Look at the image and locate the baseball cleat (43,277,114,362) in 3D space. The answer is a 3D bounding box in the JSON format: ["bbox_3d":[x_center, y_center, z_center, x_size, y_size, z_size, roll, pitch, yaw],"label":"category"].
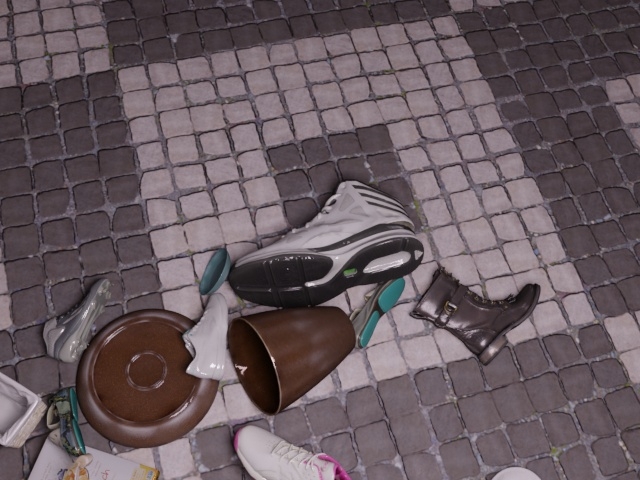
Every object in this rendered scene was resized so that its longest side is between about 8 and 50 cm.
[{"bbox_3d":[-0.543,0.165,1.509,0.109,0.072,0.206,11,58,11],"label":"baseball cleat"}]

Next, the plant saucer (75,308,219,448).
[{"bbox_3d":[-0.375,0.287,1.480,0.310,0.050,0.311,2,63,-4],"label":"plant saucer"}]

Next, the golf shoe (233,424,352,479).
[{"bbox_3d":[-0.033,0.456,1.369,0.306,0.140,0.115,35,32,8],"label":"golf shoe"}]

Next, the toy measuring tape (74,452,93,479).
[{"bbox_3d":[-0.426,0.569,1.256,0.121,0.121,0.330,10,81,-1],"label":"toy measuring tape"}]

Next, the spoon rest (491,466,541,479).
[{"bbox_3d":[0.349,0.562,1.397,0.276,0.084,0.137,-19,68,-13],"label":"spoon rest"}]

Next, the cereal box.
[{"bbox_3d":[-0.465,0.508,1.362,0.240,0.047,0.173,16,64,2],"label":"cereal box"}]

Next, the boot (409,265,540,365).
[{"bbox_3d":[0.364,0.138,1.599,0.229,0.091,0.263,40,69,13],"label":"boot"}]

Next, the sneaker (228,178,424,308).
[{"bbox_3d":[0.001,0.001,1.625,0.447,0.169,0.258,-11,42,0],"label":"sneaker"}]

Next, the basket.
[{"bbox_3d":[-0.659,0.339,1.395,0.167,0.103,0.113,27,65,9],"label":"basket"}]

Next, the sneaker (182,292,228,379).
[{"bbox_3d":[-0.252,0.199,1.483,0.094,0.080,0.212,7,47,-14],"label":"sneaker"}]

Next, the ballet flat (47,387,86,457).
[{"bbox_3d":[-0.518,0.378,1.383,0.070,0.070,0.188,-20,34,-14],"label":"ballet flat"}]

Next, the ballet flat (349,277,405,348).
[{"bbox_3d":[0.118,0.156,1.583,0.068,0.072,0.213,16,56,36],"label":"ballet flat"}]

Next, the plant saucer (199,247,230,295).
[{"bbox_3d":[-0.238,0.075,1.568,0.021,0.119,0.119,28,61,-25],"label":"plant saucer"}]

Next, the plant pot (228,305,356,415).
[{"bbox_3d":[-0.046,0.229,1.470,0.230,0.215,0.215,-19,67,-30],"label":"plant pot"}]
